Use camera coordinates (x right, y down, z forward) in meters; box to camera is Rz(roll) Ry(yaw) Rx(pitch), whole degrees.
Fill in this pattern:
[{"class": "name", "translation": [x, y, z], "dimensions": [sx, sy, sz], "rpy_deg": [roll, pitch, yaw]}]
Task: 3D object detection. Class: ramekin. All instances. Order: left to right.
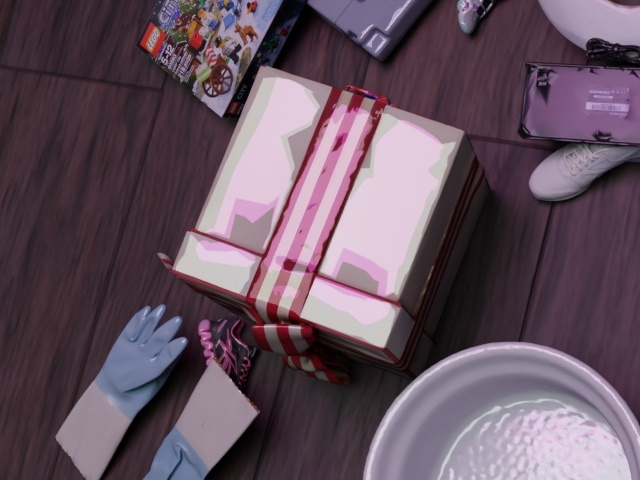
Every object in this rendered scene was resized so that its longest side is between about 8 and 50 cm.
[{"class": "ramekin", "translation": [0.191, 0.244, 1.482], "dimensions": [0.277, 0.135, 0.277], "rpy_deg": [-7, 73, 23]}]

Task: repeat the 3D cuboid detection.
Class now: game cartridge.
[{"class": "game cartridge", "translation": [0.027, -0.356, 1.772], "dimensions": [0.297, 0.062, 0.198], "rpy_deg": [41, 90, 27]}]

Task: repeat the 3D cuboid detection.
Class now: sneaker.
[{"class": "sneaker", "translation": [-0.093, 0.135, 1.693], "dimensions": [0.057, 0.047, 0.119], "rpy_deg": [-17, 70, 6]}, {"class": "sneaker", "translation": [0.188, -0.268, 1.682], "dimensions": [0.069, 0.038, 0.098], "rpy_deg": [7, 79, 26]}, {"class": "sneaker", "translation": [0.276, -0.090, 1.582], "dimensions": [0.152, 0.061, 0.054], "rpy_deg": [-27, 68, 16]}]

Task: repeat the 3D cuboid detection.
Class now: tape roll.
[{"class": "tape roll", "translation": [0.325, -0.288, 1.577], "dimensions": [0.219, 0.072, 0.219], "rpy_deg": [2, 94, 25]}]

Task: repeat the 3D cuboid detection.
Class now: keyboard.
[{"class": "keyboard", "translation": [0.288, -0.147, 1.546], "dimensions": [0.180, 0.023, 0.108], "rpy_deg": [6, 85, 23]}]

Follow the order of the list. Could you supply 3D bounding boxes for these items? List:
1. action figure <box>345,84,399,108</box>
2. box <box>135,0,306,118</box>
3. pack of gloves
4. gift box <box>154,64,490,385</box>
[{"class": "action figure", "translation": [0.034, -0.150, 1.724], "dimensions": [0.115, 0.030, 0.038], "rpy_deg": [11, 75, 24]}, {"class": "box", "translation": [-0.099, -0.277, 1.767], "dimensions": [0.159, 0.044, 0.233], "rpy_deg": [40, 112, 27]}, {"class": "pack of gloves", "translation": [-0.170, 0.198, 1.697], "dimensions": [0.195, 0.046, 0.232], "rpy_deg": [46, 116, 26]}, {"class": "gift box", "translation": [0.000, 0.000, 1.575], "dimensions": [0.276, 0.255, 0.258], "rpy_deg": [17, 81, 21]}]
